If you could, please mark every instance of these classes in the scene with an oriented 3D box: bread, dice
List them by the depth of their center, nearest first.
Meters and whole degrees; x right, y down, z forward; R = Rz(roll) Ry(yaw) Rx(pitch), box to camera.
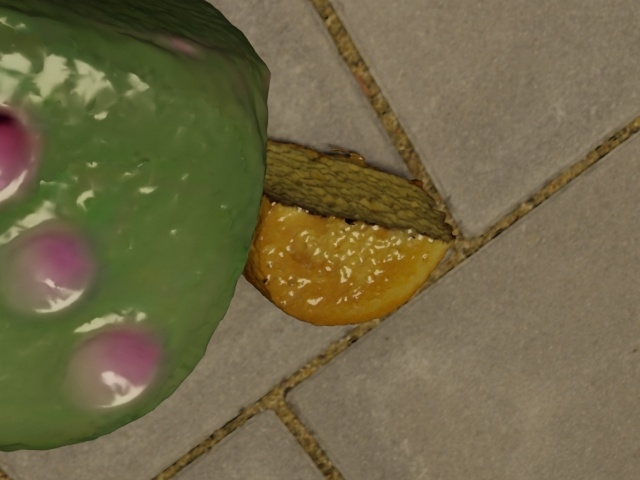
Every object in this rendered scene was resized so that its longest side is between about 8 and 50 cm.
[{"bbox_3d":[-0.248,-0.057,1.072,0.330,0.318,0.322,14,110,-32],"label":"dice"},{"bbox_3d":[0.000,0.000,1.343,0.229,0.143,0.139,13,111,-30],"label":"bread"}]
